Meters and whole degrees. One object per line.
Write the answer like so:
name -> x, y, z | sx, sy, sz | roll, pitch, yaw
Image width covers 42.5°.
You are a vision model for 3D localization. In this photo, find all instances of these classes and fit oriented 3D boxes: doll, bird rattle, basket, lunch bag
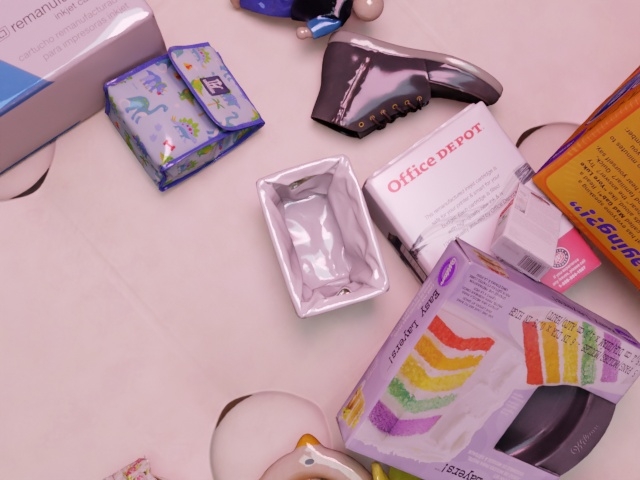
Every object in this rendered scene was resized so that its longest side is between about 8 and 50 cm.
doll -> -0.013, -0.303, 0.996 | 0.189, 0.046, 0.129 | 18, 83, 18
bird rattle -> 0.010, 0.338, 0.929 | 0.207, 0.143, 0.253 | 36, 95, 13
basket -> 0.000, 0.000, 0.958 | 0.113, 0.103, 0.167 | -17, 83, -6
lunch bag -> -0.160, -0.154, 0.977 | 0.151, 0.096, 0.129 | -32, 83, -22

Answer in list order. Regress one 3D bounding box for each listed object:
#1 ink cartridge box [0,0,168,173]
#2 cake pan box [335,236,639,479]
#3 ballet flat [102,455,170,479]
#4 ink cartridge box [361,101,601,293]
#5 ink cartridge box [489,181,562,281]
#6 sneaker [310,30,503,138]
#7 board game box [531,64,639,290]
ink cartridge box -> -0.407, -0.307, 0.938 | 0.285, 0.166, 0.395 | -36, 86, -8
cake pan box -> 0.188, 0.160, 0.892 | 0.267, 0.070, 0.246 | 28, 107, -20
ballet flat -> -0.141, 0.333, 0.917 | 0.241, 0.091, 0.077 | 42, 62, -1
ink cartridge box -> 0.181, -0.015, 0.974 | 0.172, 0.100, 0.237 | -36, 87, -8
ink cartridge box -> 0.226, -0.012, 0.895 | 0.063, 0.029, 0.115 | 33, 39, -2
sneaker -> 0.103, -0.169, 1.007 | 0.222, 0.083, 0.118 | 15, 87, 7
board game box -> 0.522, -0.106, 0.838 | 0.356, 0.356, 0.356 | 46, 63, 3
